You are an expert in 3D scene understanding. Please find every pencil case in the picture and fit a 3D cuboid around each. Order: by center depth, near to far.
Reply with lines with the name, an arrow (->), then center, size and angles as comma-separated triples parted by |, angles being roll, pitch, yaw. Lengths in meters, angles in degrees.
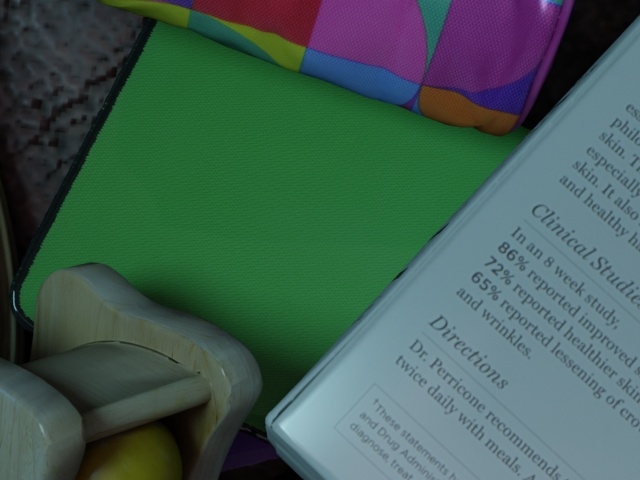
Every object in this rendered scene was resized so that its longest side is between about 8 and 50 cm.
pencil case -> -0.025, -0.115, 0.543 | 0.236, 0.104, 0.104 | 19, 98, -4

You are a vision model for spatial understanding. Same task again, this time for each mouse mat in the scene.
mouse mat -> 0.000, 0.000, 0.579 | 0.190, 0.007, 0.152 | 26, 80, 1

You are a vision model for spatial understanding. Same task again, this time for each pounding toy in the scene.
pounding toy -> -0.119, 0.144, 0.516 | 0.154, 0.155, 0.269 | 45, 132, 31

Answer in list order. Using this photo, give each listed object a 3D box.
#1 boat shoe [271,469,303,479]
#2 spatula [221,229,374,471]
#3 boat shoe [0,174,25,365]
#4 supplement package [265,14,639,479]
boat shoe -> 0.033, 0.098, 0.599 | 0.153, 0.056, 0.048 | -21, 93, -4
spatula -> 0.075, 0.022, 0.598 | 0.296, 0.030, 0.084 | -11, 81, 0
boat shoe -> -0.203, -0.067, 0.546 | 0.122, 0.110, 0.341 | -20, 97, 3
supplement package -> 0.143, 0.029, 0.476 | 0.199, 0.198, 0.262 | 43, 82, 5
